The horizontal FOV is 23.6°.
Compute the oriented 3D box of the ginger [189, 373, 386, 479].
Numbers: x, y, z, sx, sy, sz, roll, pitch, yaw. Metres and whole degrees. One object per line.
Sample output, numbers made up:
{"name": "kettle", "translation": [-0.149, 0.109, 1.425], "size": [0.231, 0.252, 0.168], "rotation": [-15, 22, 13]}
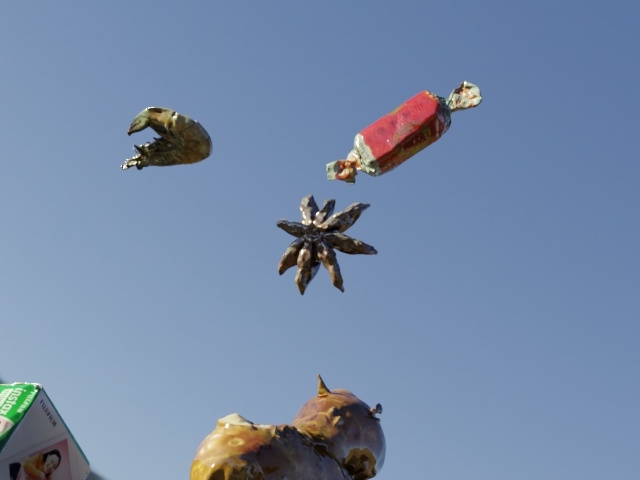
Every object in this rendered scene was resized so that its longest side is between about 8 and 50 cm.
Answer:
{"name": "ginger", "translation": [-0.035, 0.306, 2.153], "size": [0.176, 0.254, 0.418], "rotation": [-11, -20, 34]}

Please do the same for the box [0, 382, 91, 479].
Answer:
{"name": "box", "translation": [-0.403, 0.316, 1.909], "size": [0.103, 0.250, 0.180], "rotation": [-4, -51, 27]}

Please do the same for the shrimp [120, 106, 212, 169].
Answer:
{"name": "shrimp", "translation": [-0.194, -0.123, 1.843], "size": [0.161, 0.034, 0.091], "rotation": [-14, -58, 46]}

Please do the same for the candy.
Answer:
{"name": "candy", "translation": [0.137, -0.177, 2.537], "size": [0.086, 0.292, 0.059], "rotation": [57, 1, 32]}

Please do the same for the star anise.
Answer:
{"name": "star anise", "translation": [-0.001, 0.001, 1.821], "size": [0.141, 0.141, 0.042], "rotation": [17, -11, 31]}
